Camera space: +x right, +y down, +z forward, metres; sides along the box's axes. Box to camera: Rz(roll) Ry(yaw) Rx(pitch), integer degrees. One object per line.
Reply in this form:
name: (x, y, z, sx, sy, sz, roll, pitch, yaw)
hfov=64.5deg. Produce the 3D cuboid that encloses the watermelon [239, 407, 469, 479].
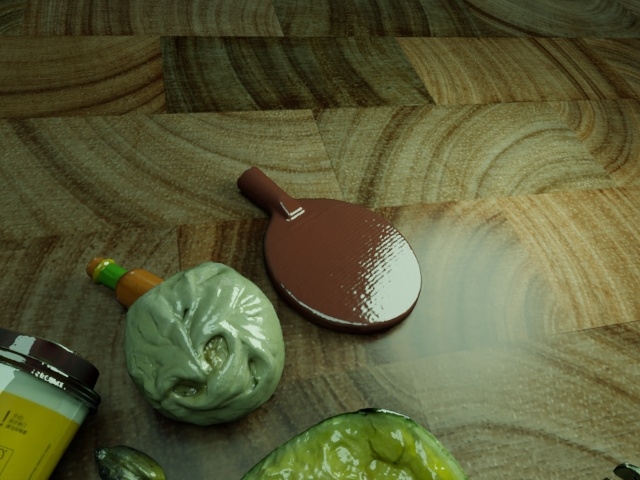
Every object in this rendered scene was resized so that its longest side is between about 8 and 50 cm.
watermelon: (0.026, 0.362, 0.533, 0.330, 0.189, 0.331, 7, 63, -13)

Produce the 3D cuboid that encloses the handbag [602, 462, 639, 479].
handbag: (0.545, 0.421, 0.593, 0.358, 0.160, 0.237, 12, 42, 0)

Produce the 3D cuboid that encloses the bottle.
bottle: (-0.283, 0.079, 0.794, 0.187, 0.069, 0.069, 26, 51, 14)

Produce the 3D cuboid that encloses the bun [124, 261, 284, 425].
bun: (-0.151, 0.141, 0.683, 0.230, 0.133, 0.231, 4, 78, -17)

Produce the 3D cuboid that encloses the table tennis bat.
table tennis bat: (0.000, 0.000, 0.923, 0.414, 0.051, 0.268, 40, 54, 21)

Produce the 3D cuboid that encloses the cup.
cup: (-0.386, 0.245, 0.566, 0.196, 0.196, 0.280, 15, 58, 3)

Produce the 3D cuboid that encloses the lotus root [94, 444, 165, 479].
lotus root: (-0.240, 0.288, 0.634, 0.099, 0.049, 0.054, 26, 59, 11)
